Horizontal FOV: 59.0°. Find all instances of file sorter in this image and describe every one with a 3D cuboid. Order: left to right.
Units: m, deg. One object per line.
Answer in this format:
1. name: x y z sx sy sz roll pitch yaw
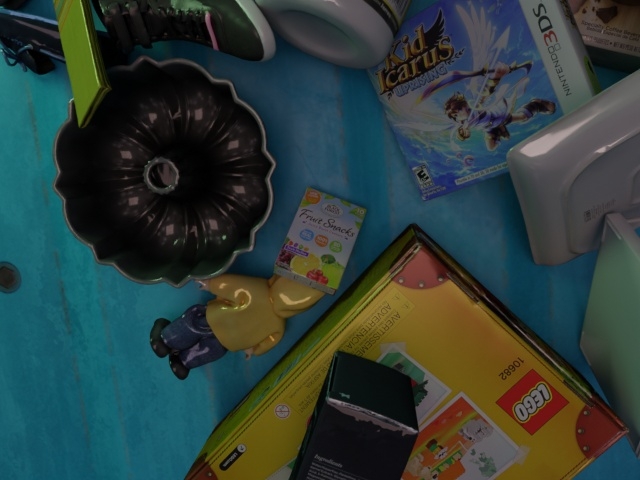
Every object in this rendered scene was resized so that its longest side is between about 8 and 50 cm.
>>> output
1. file sorter: 0.474 0.113 0.732 0.173 0.192 0.277 -11 131 4

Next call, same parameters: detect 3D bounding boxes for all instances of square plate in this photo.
1. square plate: 0.416 -0.101 0.704 0.344 0.347 0.049 -32 57 10

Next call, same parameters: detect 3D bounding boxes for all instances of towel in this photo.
1. towel: -0.327 -0.280 0.766 0.102 0.021 0.237 -33 69 48

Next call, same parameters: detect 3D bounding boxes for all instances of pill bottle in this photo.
1. pill bottle: 0.061 -0.412 0.728 0.188 0.188 0.333 24 87 2

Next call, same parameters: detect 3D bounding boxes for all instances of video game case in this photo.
1. video game case: 0.211 -0.207 0.762 0.270 0.061 0.244 -20 97 40

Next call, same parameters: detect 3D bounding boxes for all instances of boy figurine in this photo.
1. boy figurine: -0.127 0.110 0.891 0.285 0.092 0.177 -29 119 8

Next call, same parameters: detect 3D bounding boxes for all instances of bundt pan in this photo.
1. bundt pan: -0.217 -0.101 0.856 0.331 0.124 0.330 1 100 7

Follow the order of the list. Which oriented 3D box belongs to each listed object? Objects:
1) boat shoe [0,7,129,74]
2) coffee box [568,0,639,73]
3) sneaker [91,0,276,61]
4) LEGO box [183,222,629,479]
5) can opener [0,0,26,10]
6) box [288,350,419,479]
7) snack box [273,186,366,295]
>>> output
1. boat shoe: -0.426 -0.292 0.855 0.259 0.109 0.088 14 104 5
2. coffee box: 0.404 -0.392 0.744 0.168 0.119 0.296 14 101 3
3. sneaker: -0.196 -0.289 0.762 0.147 0.104 0.296 -39 59 -24
4. LEGO box: 0.107 0.284 0.852 0.372 0.193 0.500 43 101 -2
5. can opener: -0.387 -0.440 0.839 0.280 0.074 0.093 -35 94 10
6. box: 0.030 0.263 0.680 0.108 0.153 0.207 20 101 2
7. snack box: 0.000 0.000 0.859 0.100 0.037 0.141 22 66 1
